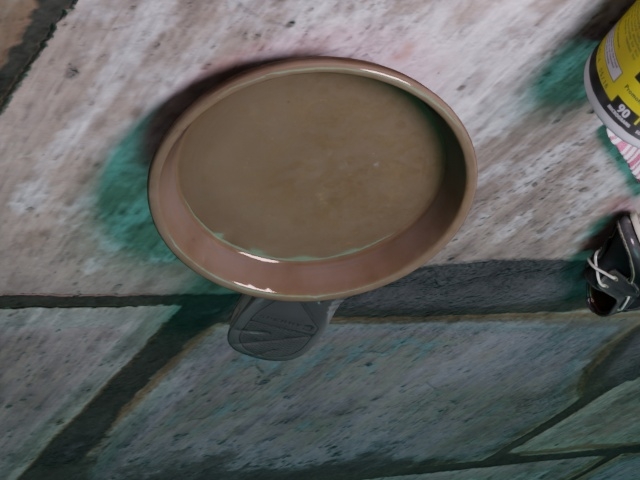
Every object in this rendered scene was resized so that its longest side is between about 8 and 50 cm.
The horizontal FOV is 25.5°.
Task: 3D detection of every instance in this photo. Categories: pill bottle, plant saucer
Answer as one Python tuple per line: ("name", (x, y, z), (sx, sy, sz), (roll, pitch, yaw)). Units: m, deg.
("pill bottle", (0.311, -0.170, 1.133), (0.119, 0.119, 0.208), (-4, 153, -25))
("plant saucer", (-0.007, -0.052, 1.196), (0.278, 0.041, 0.278), (-3, 136, -3))

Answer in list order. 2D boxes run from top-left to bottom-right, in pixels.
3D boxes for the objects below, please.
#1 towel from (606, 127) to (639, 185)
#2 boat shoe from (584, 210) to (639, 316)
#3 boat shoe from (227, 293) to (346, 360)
("towel", (0.378, -0.101, 1.435), (0.144, 0.029, 0.197), (-24, 155, 16))
("boat shoe", (0.348, 0.035, 1.645), (0.079, 0.084, 0.233), (-17, 159, 2))
("boat shoe", (0.002, 0.001, 1.367), (0.118, 0.103, 0.320), (16, 140, -18))
